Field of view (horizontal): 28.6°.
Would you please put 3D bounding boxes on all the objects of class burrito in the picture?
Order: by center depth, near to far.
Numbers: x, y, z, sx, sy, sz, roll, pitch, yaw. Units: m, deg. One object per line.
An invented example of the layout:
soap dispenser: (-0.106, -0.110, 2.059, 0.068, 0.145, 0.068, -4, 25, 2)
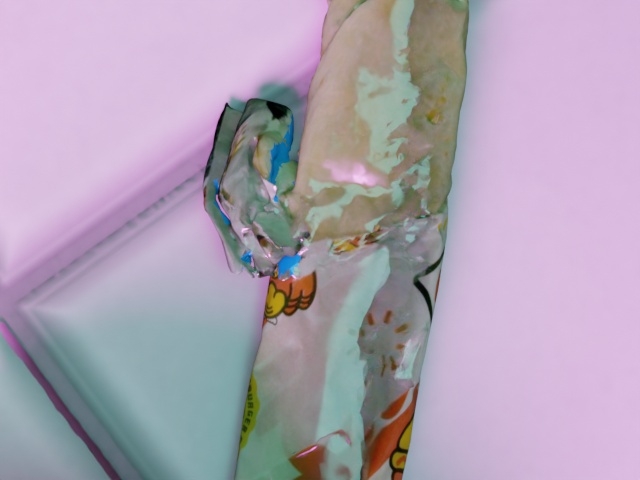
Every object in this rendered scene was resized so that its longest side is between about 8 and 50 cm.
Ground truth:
burrito: (0.000, 0.000, 0.523, 0.104, 0.054, 0.288, 10, 90, -7)
